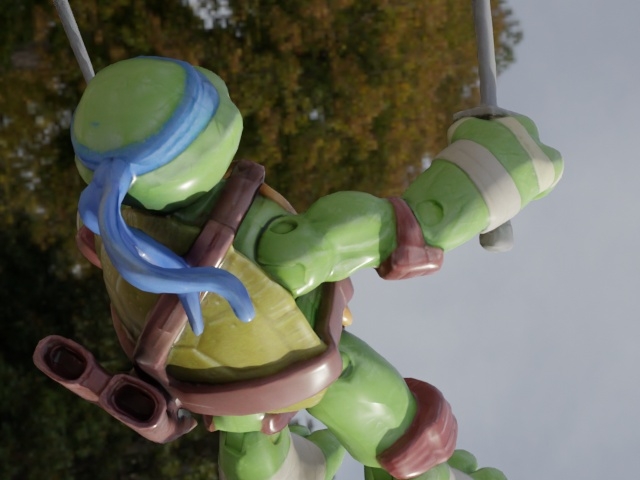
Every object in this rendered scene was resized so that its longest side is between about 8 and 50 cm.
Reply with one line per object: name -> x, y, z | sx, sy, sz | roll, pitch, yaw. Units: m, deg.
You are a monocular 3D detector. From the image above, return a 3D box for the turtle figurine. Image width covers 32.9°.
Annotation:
turtle figurine -> 0.000, 0.000, 0.457 | 0.274, 0.198, 0.266 | -102, 175, -52
